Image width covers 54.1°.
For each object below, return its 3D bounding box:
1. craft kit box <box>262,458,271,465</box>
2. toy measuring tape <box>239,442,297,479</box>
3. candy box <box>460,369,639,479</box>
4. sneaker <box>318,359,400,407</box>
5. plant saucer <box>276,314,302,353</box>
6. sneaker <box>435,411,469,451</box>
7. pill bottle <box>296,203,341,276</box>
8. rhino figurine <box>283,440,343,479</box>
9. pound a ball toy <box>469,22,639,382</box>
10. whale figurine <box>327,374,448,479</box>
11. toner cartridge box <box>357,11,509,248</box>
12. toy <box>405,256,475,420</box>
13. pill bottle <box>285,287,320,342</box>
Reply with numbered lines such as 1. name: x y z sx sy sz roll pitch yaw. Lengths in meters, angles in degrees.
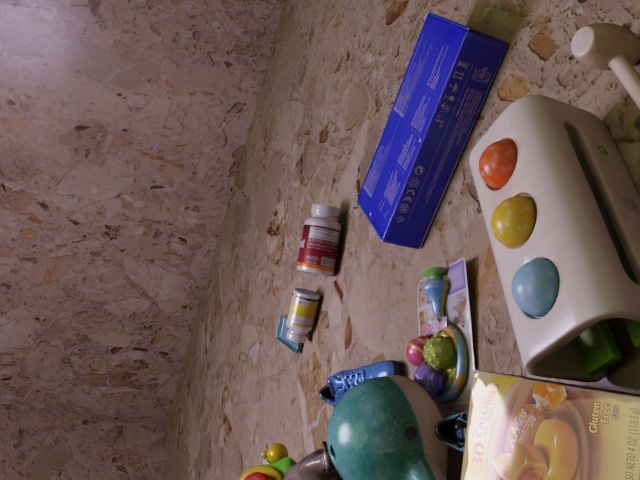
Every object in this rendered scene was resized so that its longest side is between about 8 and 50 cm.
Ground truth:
1. craft kit box: -0.086 0.614 1.332 0.250 0.061 0.246 159 118 -69
2. toy measuring tape: -0.114 0.542 1.162 0.121 0.121 0.330 127 156 -52
3. candy box: 0.211 0.286 0.554 0.183 0.087 0.316 -4 75 57
4. sneaker: 0.062 0.251 1.074 0.209 0.082 0.069 135 145 -56
5. plant saucer: -0.076 0.234 1.583 0.192 0.018 0.067 -172 93 -72
6. sneaker: 0.191 0.226 0.719 0.162 0.073 0.063 -34 48 59
7. pill bottle: 0.000 0.000 1.394 0.086 0.086 0.152 175 107 -71
8. rhino figurine: 0.009 0.403 1.094 0.243 0.106 0.073 124 151 -49
9. pound a ball toy: 0.249 -0.052 0.623 0.208 0.136 0.319 123 152 -47
10. whale figurine: 0.088 0.320 0.834 0.216 0.141 0.272 146 118 -69
11. toner cartridge box: 0.169 -0.177 1.025 0.165 0.075 0.348 -112 38 -60
12. toy: 0.159 0.151 0.890 0.137 0.056 0.237 138 140 -62
13. pill bottle: -0.044 0.174 1.451 0.065 0.065 0.116 -147 70 -70
